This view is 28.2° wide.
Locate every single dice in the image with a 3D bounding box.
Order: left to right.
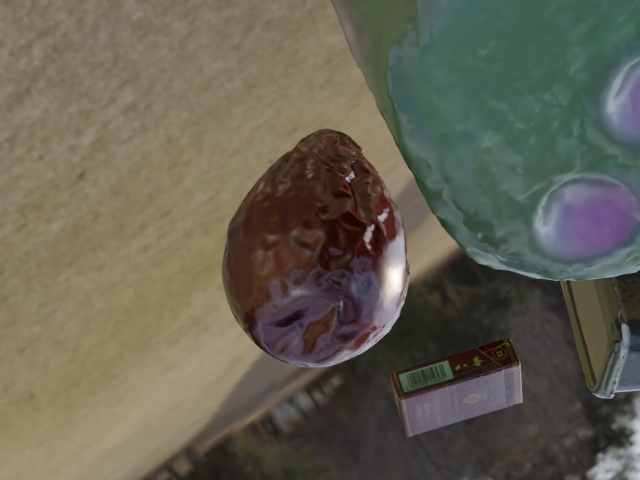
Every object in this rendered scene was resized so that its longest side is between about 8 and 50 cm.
[{"bbox_3d":[0.177,-0.192,0.880,0.322,0.330,0.318,-23,-143,8],"label":"dice"}]

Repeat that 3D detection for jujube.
[{"bbox_3d":[0.000,0.000,1.130,0.168,0.168,0.236,-40,-154,33],"label":"jujube"}]

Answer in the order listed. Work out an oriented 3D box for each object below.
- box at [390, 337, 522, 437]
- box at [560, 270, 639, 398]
[{"bbox_3d":[0.089,0.096,0.829,0.082,0.023,0.051,-17,143,-2],"label":"box"},{"bbox_3d":[0.377,0.047,1.450,0.178,0.274,0.138,-1,137,-3],"label":"box"}]
